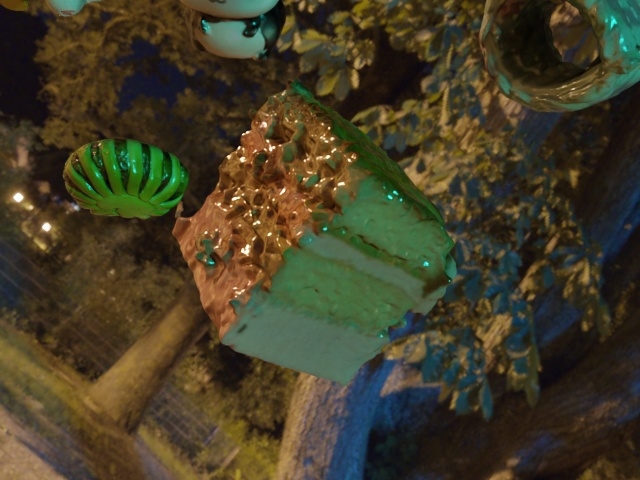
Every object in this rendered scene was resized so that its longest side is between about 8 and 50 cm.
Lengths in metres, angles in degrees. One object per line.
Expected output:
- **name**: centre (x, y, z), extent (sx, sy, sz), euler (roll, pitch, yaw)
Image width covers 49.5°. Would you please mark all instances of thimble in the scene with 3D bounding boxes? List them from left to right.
- **thimble**: centre (0.319, -0.258, 0.872), extent (0.211, 0.149, 0.185), euler (32, -46, 34)

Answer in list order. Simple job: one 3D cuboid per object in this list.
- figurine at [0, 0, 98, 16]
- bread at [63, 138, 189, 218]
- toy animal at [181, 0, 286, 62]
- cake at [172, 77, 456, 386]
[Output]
- **figurine**: centre (-0.352, -0.361, 0.943), extent (0.178, 0.130, 0.109), euler (14, -58, 4)
- **bread**: centre (-0.229, -0.067, 0.817), extent (0.139, 0.071, 0.130), euler (15, -31, -34)
- **toy animal**: centre (-0.151, -0.428, 1.161), extent (0.187, 0.165, 0.235), euler (7, -22, 2)
- **cake**: centre (0.000, 0.000, 1.000), extent (0.293, 0.307, 0.314), euler (30, 18, -35)
